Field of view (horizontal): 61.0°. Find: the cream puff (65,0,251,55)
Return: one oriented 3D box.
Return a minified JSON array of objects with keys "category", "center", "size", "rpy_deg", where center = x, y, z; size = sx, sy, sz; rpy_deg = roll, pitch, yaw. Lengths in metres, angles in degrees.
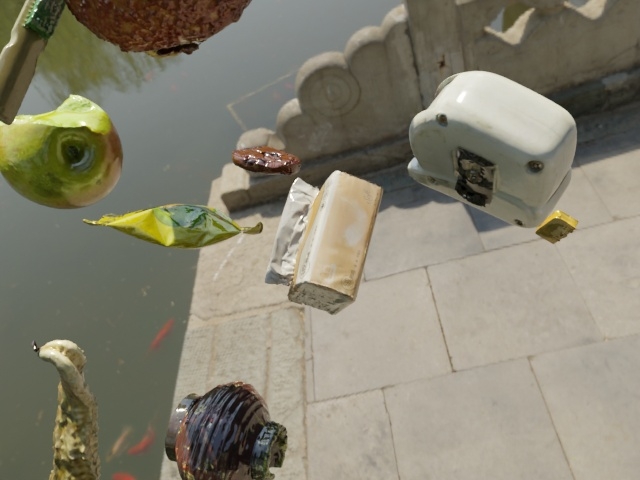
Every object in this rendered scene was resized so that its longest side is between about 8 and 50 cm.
[{"category":"cream puff","center":[-0.241,-0.437,0.756],"size":[0.351,0.229,0.350],"rpy_deg":[-1,85,14]}]

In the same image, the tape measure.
[{"category":"tape measure","center":[0.262,-0.141,0.873],"size":[0.258,0.265,0.130],"rpy_deg":[32,77,29]}]

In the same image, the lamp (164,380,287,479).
[{"category":"lamp","center":[-0.186,0.410,1.107],"size":[0.247,0.247,0.247],"rpy_deg":[-12,44,11]}]

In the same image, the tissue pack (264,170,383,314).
[{"category":"tissue pack","center":[0.000,0.000,1.360],"size":[0.239,0.238,0.305],"rpy_deg":[5,67,27]}]

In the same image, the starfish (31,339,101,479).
[{"category":"starfish","center":[-0.257,0.356,0.647],"size":[0.082,0.432,0.324],"rpy_deg":[-17,50,-43]}]

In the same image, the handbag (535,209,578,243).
[{"category":"handbag","center":[0.552,-0.030,1.272],"size":[0.061,0.083,0.027],"rpy_deg":[30,56,-1]}]

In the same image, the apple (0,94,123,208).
[{"category":"apple","center":[-0.531,-0.185,1.117],"size":[0.246,0.246,0.226],"rpy_deg":[-38,21,-17]}]

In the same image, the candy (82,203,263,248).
[{"category":"candy","center":[-0.252,-0.025,0.974],"size":[0.297,0.081,0.187],"rpy_deg":[1,4,-10]}]

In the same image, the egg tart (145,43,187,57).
[{"category":"egg tart","center":[-0.335,-0.450,1.154],"size":[0.129,0.128,0.049],"rpy_deg":[-26,53,-4]}]

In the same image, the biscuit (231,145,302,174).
[{"category":"biscuit","center":[-0.144,-0.218,1.459],"size":[0.192,0.049,0.192],"rpy_deg":[11,18,-4]}]

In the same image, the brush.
[{"category":"brush","center":[-0.462,-0.314,0.865],"size":[0.048,0.054,0.282],"rpy_deg":[-5,64,34]}]
